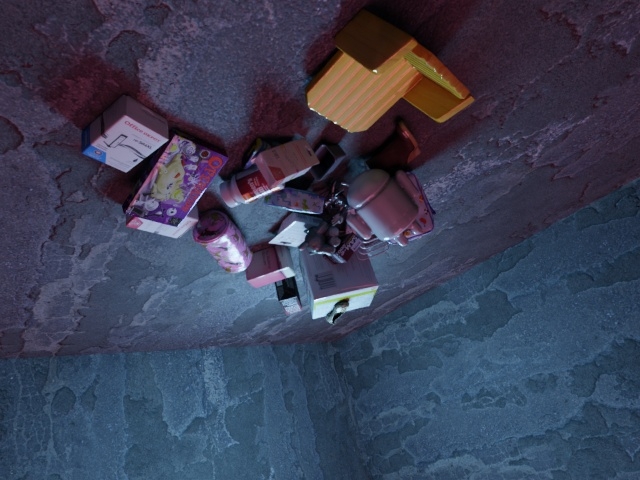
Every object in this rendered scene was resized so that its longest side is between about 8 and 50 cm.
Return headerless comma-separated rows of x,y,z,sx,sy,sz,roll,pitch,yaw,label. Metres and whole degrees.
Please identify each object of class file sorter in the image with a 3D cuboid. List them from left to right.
0.244,-0.053,2.005,0.193,0.173,0.277,-21,154,-9,file sorter

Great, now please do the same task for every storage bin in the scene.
0.024,-0.304,1.540,0.091,0.098,0.135,-29,168,-45,storage bin

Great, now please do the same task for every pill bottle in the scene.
-0.254,-0.209,1.528,0.221,0.121,0.121,-22,152,12,pill bottle

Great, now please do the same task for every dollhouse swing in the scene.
0.182,-0.417,1.201,0.347,0.315,0.304,15,120,-46,dollhouse swing

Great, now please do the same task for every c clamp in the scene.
0.137,-0.084,2.082,0.137,0.022,0.160,-4,151,-22,c clamp

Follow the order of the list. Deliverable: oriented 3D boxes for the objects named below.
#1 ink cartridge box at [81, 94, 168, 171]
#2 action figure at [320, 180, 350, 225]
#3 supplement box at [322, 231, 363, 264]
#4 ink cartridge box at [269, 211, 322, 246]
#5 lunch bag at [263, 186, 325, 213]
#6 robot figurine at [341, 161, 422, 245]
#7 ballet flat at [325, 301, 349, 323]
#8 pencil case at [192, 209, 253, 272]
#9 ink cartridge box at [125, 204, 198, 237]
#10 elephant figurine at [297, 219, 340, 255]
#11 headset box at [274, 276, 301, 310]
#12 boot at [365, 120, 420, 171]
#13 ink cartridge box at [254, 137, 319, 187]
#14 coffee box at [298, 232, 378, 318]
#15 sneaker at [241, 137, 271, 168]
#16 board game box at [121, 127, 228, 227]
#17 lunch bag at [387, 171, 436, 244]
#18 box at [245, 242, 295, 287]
-0.574,-0.308,1.208,0.203,0.085,0.148,-27,151,24,ink cartridge box
0.051,-0.145,1.771,0.141,0.164,0.275,-46,164,-11,action figure
0.102,0.042,1.970,0.130,0.073,0.239,-51,-172,-15,supplement box
-0.122,-0.048,1.989,0.181,0.056,0.225,10,148,-41,ink cartridge box
-0.109,-0.165,1.655,0.219,0.090,0.176,6,-175,-33,lunch bag
0.247,-0.141,1.631,0.300,0.353,0.200,-43,-171,3,robot figurine
0.092,0.387,2.174,0.084,0.058,0.249,-3,152,-25,ballet flat
-0.428,0.017,1.833,0.167,0.159,0.386,14,159,16,pencil case
-0.607,-0.101,1.582,0.159,0.092,0.218,-32,147,29,ink cartridge box
0.000,0.000,1.918,0.186,0.169,0.239,25,176,-8,elephant figurine
-0.191,0.293,2.415,0.110,0.217,0.293,-14,152,-2,headset box
0.269,-0.341,1.581,0.207,0.090,0.248,-26,155,16,boot
-0.114,-0.274,1.432,0.198,0.115,0.067,-28,178,-32,ink cartridge box
0.082,0.189,2.227,0.339,0.337,0.334,-12,154,-8,coffee box
-0.230,-0.297,1.448,0.059,0.053,0.144,8,146,-42,sneaker
-0.496,-0.200,1.402,0.346,0.056,0.208,-48,146,21,board game box
0.361,-0.136,1.794,0.244,0.303,0.115,-21,-179,7,lunch bag
-0.268,0.132,2.144,0.233,0.148,0.126,-19,152,6,box
